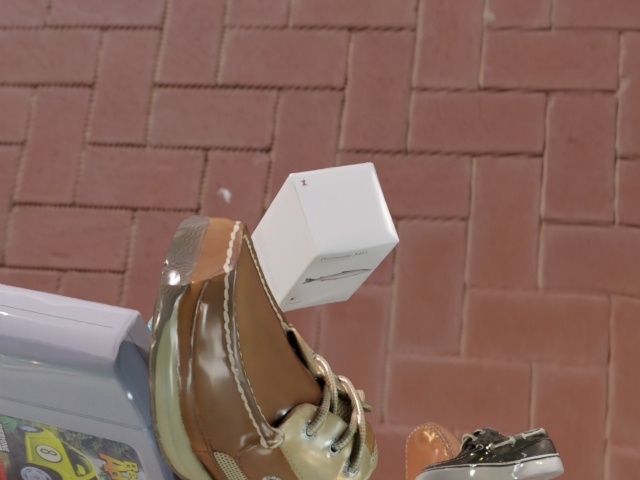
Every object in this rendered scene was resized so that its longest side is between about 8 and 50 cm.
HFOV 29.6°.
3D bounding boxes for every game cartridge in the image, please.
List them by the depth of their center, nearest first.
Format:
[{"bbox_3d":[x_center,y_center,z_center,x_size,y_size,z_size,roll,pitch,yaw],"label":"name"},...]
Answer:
[{"bbox_3d":[-0.178,0.163,0.867,0.196,0.294,0.060,7,38,15],"label":"game cartridge"}]

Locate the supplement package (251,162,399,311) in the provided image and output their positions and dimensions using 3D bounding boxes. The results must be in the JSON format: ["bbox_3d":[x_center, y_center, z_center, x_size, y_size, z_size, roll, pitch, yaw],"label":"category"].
[{"bbox_3d":[0.000,0.000,1.403,0.105,0.179,0.105,-9,69,-23],"label":"supplement package"}]

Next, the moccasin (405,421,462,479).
[{"bbox_3d":[0.138,0.411,1.631,0.147,0.139,0.380,24,49,-20],"label":"moccasin"}]

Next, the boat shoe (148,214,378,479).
[{"bbox_3d":[-0.023,0.117,0.752,0.119,0.324,0.123,0,44,9],"label":"boat shoe"}]

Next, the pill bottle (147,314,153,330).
[{"bbox_3d":[-0.165,0.131,1.683,0.146,0.146,0.264,43,117,20],"label":"pill bottle"}]

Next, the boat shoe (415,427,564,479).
[{"bbox_3d":[0.198,0.267,1.468,0.219,0.078,0.070,0,63,-36],"label":"boat shoe"}]
